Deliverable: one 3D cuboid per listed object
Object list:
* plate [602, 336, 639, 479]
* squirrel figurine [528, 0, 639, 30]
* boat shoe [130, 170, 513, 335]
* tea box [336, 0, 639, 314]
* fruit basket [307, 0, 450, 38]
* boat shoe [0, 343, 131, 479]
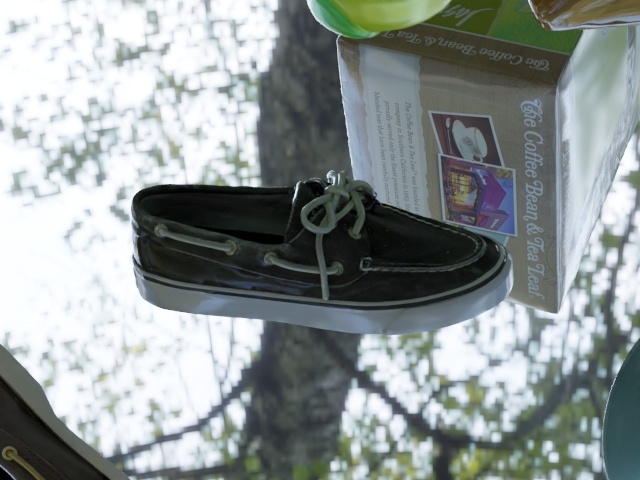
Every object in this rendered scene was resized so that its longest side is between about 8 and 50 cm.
[{"bbox_3d":[0.308,0.147,1.482,0.188,0.188,0.024,-33,-150,-29],"label":"plate"},{"bbox_3d":[0.307,-0.350,1.233,0.281,0.397,0.371,10,-124,-29],"label":"squirrel figurine"},{"bbox_3d":[0.000,-0.003,1.402,0.306,0.105,0.113,6,-143,10],"label":"boat shoe"},{"bbox_3d":[0.184,-0.165,1.752,0.220,0.329,0.324,13,-128,18],"label":"tea box"},{"bbox_3d":[0.033,-0.304,1.112,0.392,0.392,0.283,-39,-92,-33],"label":"fruit basket"},{"bbox_3d":[-0.215,0.208,1.421,0.096,0.117,0.324,-38,-108,-27],"label":"boat shoe"}]
